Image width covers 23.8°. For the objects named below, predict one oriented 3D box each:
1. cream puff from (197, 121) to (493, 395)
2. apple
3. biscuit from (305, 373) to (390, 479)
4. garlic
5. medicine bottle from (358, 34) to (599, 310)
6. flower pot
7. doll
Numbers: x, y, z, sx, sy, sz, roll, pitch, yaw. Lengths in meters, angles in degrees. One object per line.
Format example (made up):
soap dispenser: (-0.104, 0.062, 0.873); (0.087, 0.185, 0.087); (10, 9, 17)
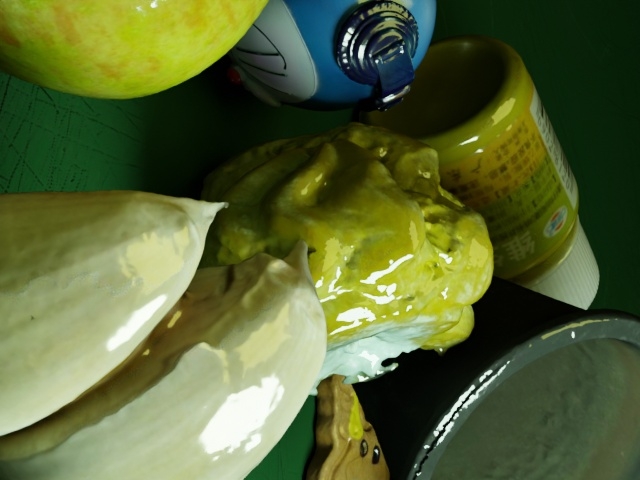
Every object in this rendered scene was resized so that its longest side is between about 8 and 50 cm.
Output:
cream puff: (-0.007, 0.001, 1.487); (0.274, 0.323, 0.270); (70, -2, -69)
apple: (-0.172, -0.274, 1.157); (0.339, 0.339, 0.340); (19, 68, -59)
biscuit: (0.040, 0.280, 1.761); (0.186, 0.044, 0.295); (32, 57, -53)
garlic: (-0.172, 0.078, 1.120); (0.249, 0.313, 0.286); (-46, 122, -57)
medicine bottle: (0.217, -0.057, 1.962); (0.384, 0.224, 0.224); (58, 38, -39)
flower pot: (0.190, 0.177, 1.686); (0.379, 0.251, 0.379); (-17, 127, -24)
doll: (-0.011, -0.271, 1.567); (0.240, 0.284, 0.310); (-31, 126, -13)
